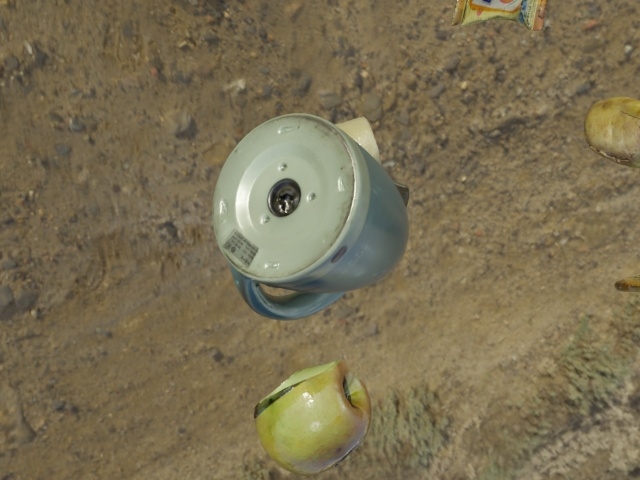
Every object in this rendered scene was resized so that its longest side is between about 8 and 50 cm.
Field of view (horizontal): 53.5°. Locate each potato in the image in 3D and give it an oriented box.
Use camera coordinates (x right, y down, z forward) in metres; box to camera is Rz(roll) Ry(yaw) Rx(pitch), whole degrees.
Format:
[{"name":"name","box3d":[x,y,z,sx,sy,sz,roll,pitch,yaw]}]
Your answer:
[{"name":"potato","box3d":[0.497,-0.177,1.032,0.080,0.170,0.107,1,108,-20]}]

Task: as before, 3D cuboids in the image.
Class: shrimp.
[{"name":"shrimp","box3d":[0.814,0.099,1.428,0.262,0.198,0.051,-2,90,-7]}]

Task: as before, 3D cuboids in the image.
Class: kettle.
[{"name":"kettle","box3d":[0.000,0.000,1.033,0.319,0.247,0.342,-48,150,10]}]

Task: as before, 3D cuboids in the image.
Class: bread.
[{"name":"bread","box3d":[0.036,-0.148,1.197,0.142,0.133,0.148,-17,136,-4]}]

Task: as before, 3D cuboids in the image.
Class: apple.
[{"name":"apple","box3d":[-0.009,0.322,1.140,0.207,0.173,0.188,33,131,-31]}]

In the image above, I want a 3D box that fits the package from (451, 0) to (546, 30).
[{"name":"package","box3d":[0.212,-0.302,0.738,0.031,0.121,0.107,-6,110,-41]}]
